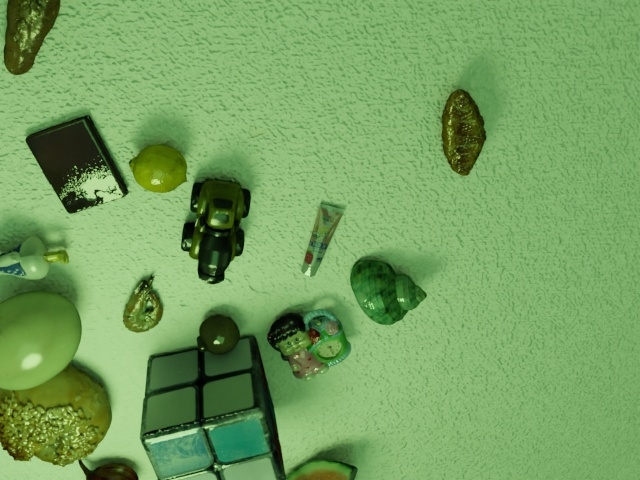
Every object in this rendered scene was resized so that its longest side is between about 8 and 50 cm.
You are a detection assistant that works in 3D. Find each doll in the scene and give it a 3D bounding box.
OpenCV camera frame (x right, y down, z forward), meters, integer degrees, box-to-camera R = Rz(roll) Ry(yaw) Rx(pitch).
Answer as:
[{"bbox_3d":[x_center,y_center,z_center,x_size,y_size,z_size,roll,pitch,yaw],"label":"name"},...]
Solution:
[{"bbox_3d":[-0.739,0.055,1.619,0.293,0.138,0.119,-5,82,-11],"label":"doll"}]

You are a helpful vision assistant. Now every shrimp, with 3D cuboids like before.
[{"bbox_3d":[-0.446,0.167,1.791,0.099,0.041,0.180,12,118,-19],"label":"shrimp"}]

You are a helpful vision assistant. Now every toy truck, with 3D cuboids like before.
[{"bbox_3d":[-0.241,-0.022,1.638,0.147,0.165,0.224,7,120,-15],"label":"toy truck"}]

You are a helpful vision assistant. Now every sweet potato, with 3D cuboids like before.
[{"bbox_3d":[-0.542,-0.474,1.341,0.106,0.095,0.354,13,121,-50],"label":"sweet potato"}]

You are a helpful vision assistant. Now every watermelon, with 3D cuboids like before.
[{"bbox_3d":[-0.032,0.809,2.199,0.222,0.319,0.292,19,78,10],"label":"watermelon"}]

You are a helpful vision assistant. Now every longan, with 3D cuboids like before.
[{"bbox_3d":[-0.273,0.251,1.844,0.119,0.106,0.106,-31,122,6],"label":"longan"}]

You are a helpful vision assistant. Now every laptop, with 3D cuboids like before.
[{"bbox_3d":[-0.544,-0.167,1.573,0.154,0.026,0.207,-18,122,3],"label":"laptop"}]

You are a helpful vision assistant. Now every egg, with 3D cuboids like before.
[{"bbox_3d":[-0.700,0.237,1.680,0.269,0.219,0.219,-38,122,-1],"label":"egg"}]

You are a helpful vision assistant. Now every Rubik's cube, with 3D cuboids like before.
[{"bbox_3d":[-0.282,0.484,1.862,0.316,0.313,0.318,-12,122,-4],"label":"Rubik's cube"}]

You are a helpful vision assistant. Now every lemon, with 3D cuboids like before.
[{"bbox_3d":[-0.361,-0.160,1.563,0.133,0.109,0.109,14,118,-12],"label":"lemon"}]

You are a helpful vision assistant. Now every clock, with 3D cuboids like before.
[{"bbox_3d":[-0.031,0.268,1.907,0.194,0.100,0.195,-30,125,4],"label":"clock"}]

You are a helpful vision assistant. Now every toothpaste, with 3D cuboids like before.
[{"bbox_3d":[0.000,0.000,1.779,0.067,0.043,0.194,13,113,-15],"label":"toothpaste"}]

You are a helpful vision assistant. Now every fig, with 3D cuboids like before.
[{"bbox_3d":[-0.616,0.718,2.036,0.149,0.148,0.202,-5,145,33],"label":"fig"}]

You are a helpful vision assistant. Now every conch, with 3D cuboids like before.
[{"bbox_3d":[0.176,0.139,1.853,0.188,0.122,0.176,0,97,-15],"label":"conch"}]

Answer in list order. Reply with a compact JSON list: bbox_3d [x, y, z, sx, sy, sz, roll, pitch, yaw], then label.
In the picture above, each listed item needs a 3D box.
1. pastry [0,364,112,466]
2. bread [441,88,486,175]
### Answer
[{"bbox_3d":[-0.709,0.473,1.846,0.284,0.184,0.316,-39,120,13],"label":"pastry"},{"bbox_3d":[0.337,-0.263,1.656,0.105,0.076,0.233,-7,131,7],"label":"bread"}]
